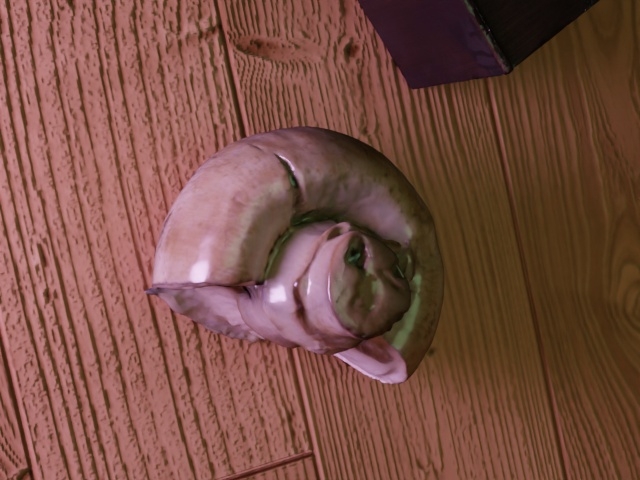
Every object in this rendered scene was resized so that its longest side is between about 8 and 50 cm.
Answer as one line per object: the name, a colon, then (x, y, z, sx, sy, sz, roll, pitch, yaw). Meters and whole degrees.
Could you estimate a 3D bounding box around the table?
table: (0.144, -0.260, 1.568, 0.193, 0.169, 0.172, -37, 105, -21)

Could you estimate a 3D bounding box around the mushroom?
mushroom: (0.000, 0.000, 1.484, 0.253, 0.195, 0.189, 19, 78, -27)
